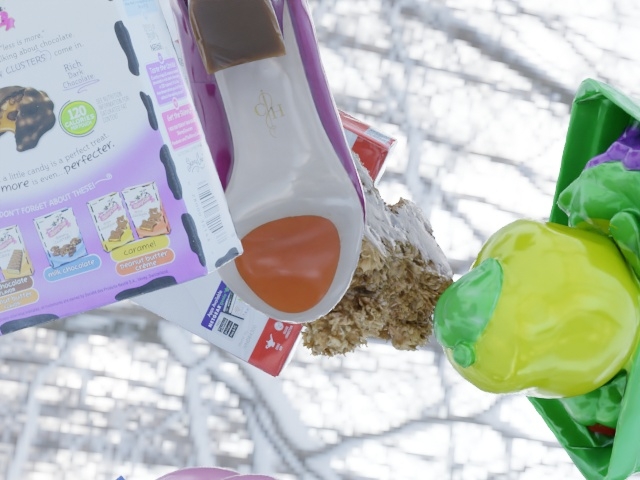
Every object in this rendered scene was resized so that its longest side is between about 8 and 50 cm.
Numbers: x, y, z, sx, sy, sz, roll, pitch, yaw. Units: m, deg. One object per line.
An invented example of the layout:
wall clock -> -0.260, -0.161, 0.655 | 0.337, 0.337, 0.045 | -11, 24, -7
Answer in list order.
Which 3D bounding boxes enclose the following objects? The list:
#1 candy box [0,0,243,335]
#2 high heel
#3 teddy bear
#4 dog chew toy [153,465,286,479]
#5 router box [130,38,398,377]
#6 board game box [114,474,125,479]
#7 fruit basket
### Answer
candy box -> -0.158, -0.057, 0.977 | 0.070, 0.165, 0.196 | -37, 110, -69
high heel -> -0.041, -0.109, 1.255 | 0.181, 0.127, 0.377 | -98, -178, -45
teddy bear -> 0.000, 0.000, 1.529 | 0.113, 0.338, 0.245 | -32, -103, 20
dog chew toy -> -0.070, 0.302, 1.491 | 0.332, 0.207, 0.206 | -21, -119, 58
router box -> -0.109, -0.043, 2.079 | 0.335, 0.301, 0.082 | -65, 175, 18
board game box -> -0.232, 0.296, 1.744 | 0.020, 0.090, 0.090 | 49, -12, 25
fruit basket -> 0.255, 0.049, 1.616 | 0.283, 0.392, 0.392 | -121, -137, -61
